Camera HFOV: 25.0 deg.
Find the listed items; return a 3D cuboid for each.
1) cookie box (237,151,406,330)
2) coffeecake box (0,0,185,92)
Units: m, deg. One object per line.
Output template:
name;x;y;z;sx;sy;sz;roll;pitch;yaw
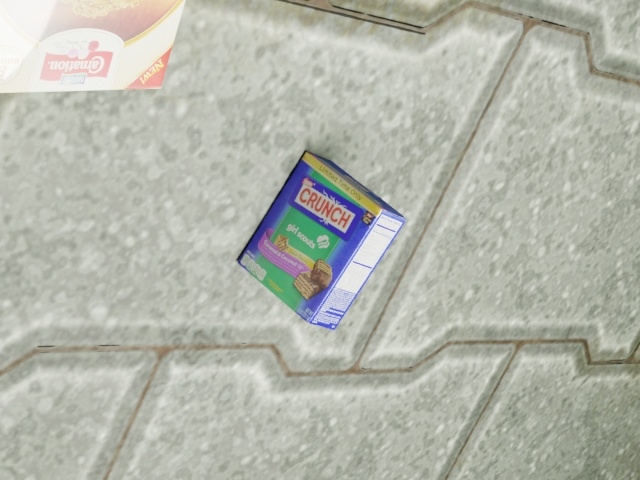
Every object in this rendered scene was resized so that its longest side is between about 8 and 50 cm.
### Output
cookie box;0.000;0.000;1.134;0.040;0.092;0.107;19;106;-55
coffeecake box;-0.143;-0.183;0.843;0.142;0.068;0.185;-8;128;-43
